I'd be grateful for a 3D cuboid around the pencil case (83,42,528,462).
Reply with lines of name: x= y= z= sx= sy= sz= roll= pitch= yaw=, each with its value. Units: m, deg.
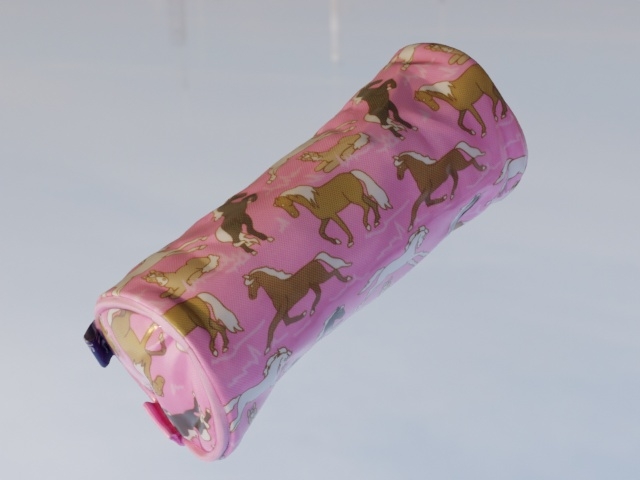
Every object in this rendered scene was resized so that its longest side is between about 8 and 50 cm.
pencil case: x=0.000 y=0.000 z=1.543 sx=0.386 sy=0.160 sz=0.167 roll=-42 pitch=-155 yaw=-27
